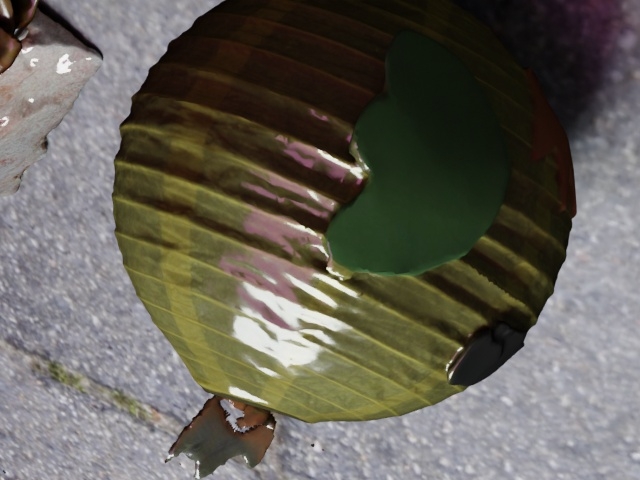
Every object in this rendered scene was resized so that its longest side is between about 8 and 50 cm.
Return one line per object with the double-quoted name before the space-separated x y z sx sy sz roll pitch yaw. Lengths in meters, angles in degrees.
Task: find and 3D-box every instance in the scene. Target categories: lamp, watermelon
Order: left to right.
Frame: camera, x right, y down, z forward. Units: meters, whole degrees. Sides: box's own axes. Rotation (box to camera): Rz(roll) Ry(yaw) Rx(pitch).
"watermelon" -0.299 -0.127 0.908 0.232 0.193 0.310 28 129 42
"lamp" 0.000 0.000 0.671 0.250 0.284 0.250 25 173 3

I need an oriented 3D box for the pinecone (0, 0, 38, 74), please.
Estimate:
"pinecone" -0.257 -0.162 0.676 0.272 0.224 0.224 35 145 36
